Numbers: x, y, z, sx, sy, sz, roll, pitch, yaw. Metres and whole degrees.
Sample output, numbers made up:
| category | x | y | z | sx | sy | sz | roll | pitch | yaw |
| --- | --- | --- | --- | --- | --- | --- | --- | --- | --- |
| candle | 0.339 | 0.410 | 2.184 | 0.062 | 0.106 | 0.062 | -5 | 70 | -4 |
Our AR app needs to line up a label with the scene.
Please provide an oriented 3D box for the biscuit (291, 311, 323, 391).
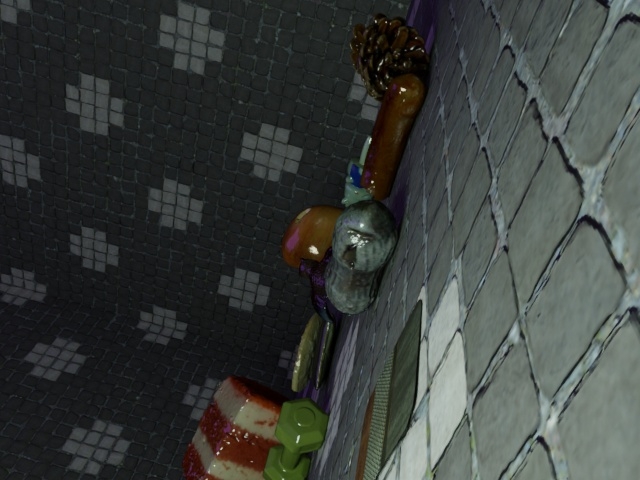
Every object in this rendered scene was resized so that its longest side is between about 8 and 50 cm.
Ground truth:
| category | x | y | z | sx | sy | sz | roll | pitch | yaw |
| --- | --- | --- | --- | --- | --- | --- | --- | --- | --- |
| biscuit | -0.031 | 0.329 | 1.717 | 0.188 | 0.040 | 0.265 | 75 | -151 | -55 |

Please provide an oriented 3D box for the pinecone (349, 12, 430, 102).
| category | x | y | z | sx | sy | sz | roll | pitch | yaw |
| --- | --- | --- | --- | --- | --- | --- | --- | --- | --- |
| pinecone | 0.144 | -0.377 | 1.204 | 0.195 | 0.150 | 0.179 | -97 | -18 | -60 |

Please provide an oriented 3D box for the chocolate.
| category | x | y | z | sx | sy | sz | roll | pitch | yaw |
| --- | --- | --- | --- | --- | --- | --- | --- | --- | --- |
| chocolate | 0.065 | 0.030 | 0.991 | 0.110 | 0.110 | 0.248 | -75 | 1 | -47 |

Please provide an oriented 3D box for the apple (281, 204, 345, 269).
| category | x | y | z | sx | sy | sz | roll | pitch | yaw |
| --- | --- | --- | --- | --- | --- | --- | --- | --- | --- |
| apple | 0.000 | 0.000 | 1.930 | 0.242 | 0.242 | 0.241 | 107 | -175 | -78 |

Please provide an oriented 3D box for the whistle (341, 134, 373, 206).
| category | x | y | z | sx | sy | sz | roll | pitch | yaw |
| --- | --- | --- | --- | --- | --- | --- | --- | --- | --- |
| whistle | 0.125 | -0.187 | 1.655 | 0.092 | 0.110 | 0.244 | 57 | 141 | 44 |

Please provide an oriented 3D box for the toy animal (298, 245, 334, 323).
| category | x | y | z | sx | sy | sz | roll | pitch | yaw |
| --- | --- | --- | --- | --- | --- | --- | --- | --- | --- |
| toy animal | 0.010 | 0.093 | 1.454 | 0.116 | 0.179 | 0.218 | -7 | -65 | -63 |

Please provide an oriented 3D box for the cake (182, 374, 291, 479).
| category | x | y | z | sx | sy | sz | roll | pitch | yaw |
| --- | --- | --- | --- | --- | --- | --- | --- | --- | --- |
| cake | -0.206 | 0.590 | 1.669 | 0.319 | 0.270 | 0.269 | -64 | 20 | -8 |

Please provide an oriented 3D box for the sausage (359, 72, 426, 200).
| category | x | y | z | sx | sy | sz | roll | pitch | yaw |
| --- | --- | --- | --- | --- | --- | --- | --- | --- | --- |
| sausage | 0.145 | -0.214 | 1.186 | 0.103 | 0.076 | 0.302 | -86 | 7 | -45 |

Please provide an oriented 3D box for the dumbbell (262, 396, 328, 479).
| category | x | y | z | sx | sy | sz | roll | pitch | yaw |
| --- | --- | --- | --- | --- | --- | --- | --- | --- | --- |
| dumbbell | -0.062 | 0.482 | 1.343 | 0.302 | 0.121 | 0.108 | 106 | 151 | -43 |

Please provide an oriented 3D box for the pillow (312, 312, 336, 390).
| category | x | y | z | sx | sy | sz | roll | pitch | yaw |
| --- | --- | --- | --- | --- | --- | --- | --- | --- | --- |
| pillow | 0.010 | 0.310 | 1.638 | 0.212 | 0.052 | 0.208 | 98 | -179 | -82 |

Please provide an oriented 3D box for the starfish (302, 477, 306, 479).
| category | x | y | z | sx | sy | sz | roll | pitch | yaw |
| --- | --- | --- | --- | --- | --- | --- | --- | --- | --- |
| starfish | -0.076 | 0.664 | 1.313 | 0.240 | 0.043 | 0.227 | -93 | 17 | -80 |

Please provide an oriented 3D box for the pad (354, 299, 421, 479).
| category | x | y | z | sx | sy | sz | roll | pitch | yaw |
| --- | --- | --- | --- | --- | --- | --- | --- | --- | --- |
| pad | 0.062 | 0.138 | 0.721 | 0.323 | 0.055 | 0.250 | -101 | 19 | -45 |
